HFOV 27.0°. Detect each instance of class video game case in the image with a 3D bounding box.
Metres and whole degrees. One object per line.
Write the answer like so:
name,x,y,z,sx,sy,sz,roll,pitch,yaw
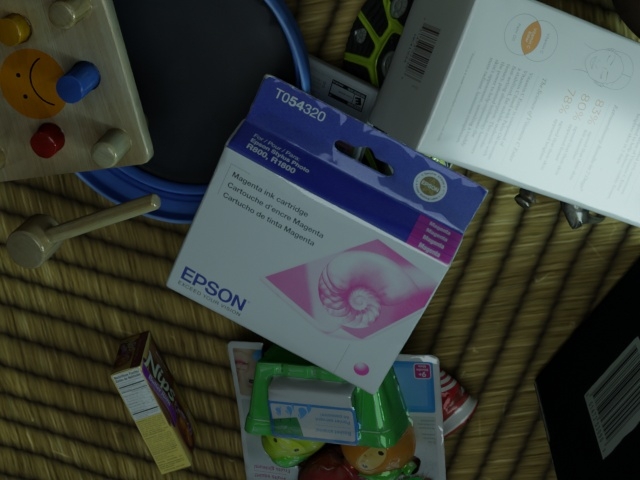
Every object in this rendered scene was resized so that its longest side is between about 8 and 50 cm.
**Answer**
video game case,-0.031,-0.156,1.800,0.212,0.023,0.193,29,117,23

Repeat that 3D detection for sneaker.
sneaker,0.119,-0.181,1.801,0.147,0.145,0.385,-4,113,-36
sneaker,0.123,0.268,2.037,0.221,0.087,0.128,-41,92,17

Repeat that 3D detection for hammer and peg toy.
hammer and peg toy,-0.341,-0.156,1.721,0.266,0.127,0.361,-7,113,18

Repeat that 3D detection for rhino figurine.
rhino figurine,0.306,-0.098,1.842,0.243,0.073,0.106,35,83,-15

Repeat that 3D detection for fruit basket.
fruit basket,0.024,0.320,1.955,0.327,0.165,0.353,4,106,22

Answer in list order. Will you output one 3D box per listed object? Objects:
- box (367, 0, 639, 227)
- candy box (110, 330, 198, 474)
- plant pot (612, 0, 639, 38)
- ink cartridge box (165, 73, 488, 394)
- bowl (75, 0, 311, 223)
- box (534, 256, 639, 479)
box,0.270,-0.179,1.667,0.345,0.168,0.215,17,101,-24
candy box,-0.248,0.243,2.005,0.053,0.109,0.187,-18,113,10
plant pot,0.483,-0.351,1.669,0.215,0.215,0.230,38,125,-15
ink cartridge box,0.000,0.000,1.729,0.324,0.071,0.330,27,122,2
bowl,-0.195,-0.214,1.764,0.391,0.077,0.391,7,117,14
box,0.587,0.321,1.812,0.471,0.480,0.297,32,111,-13
